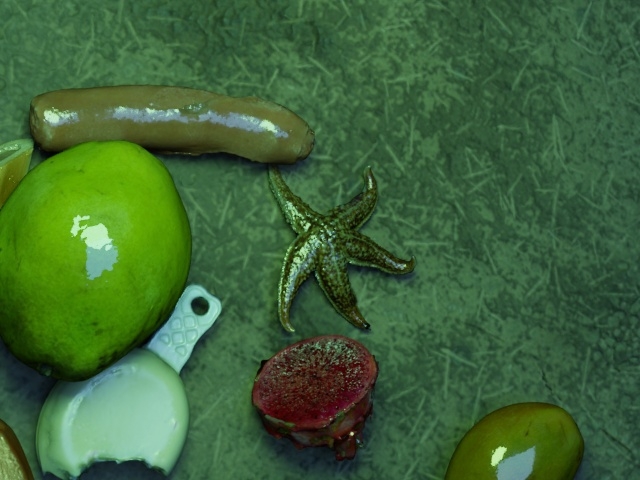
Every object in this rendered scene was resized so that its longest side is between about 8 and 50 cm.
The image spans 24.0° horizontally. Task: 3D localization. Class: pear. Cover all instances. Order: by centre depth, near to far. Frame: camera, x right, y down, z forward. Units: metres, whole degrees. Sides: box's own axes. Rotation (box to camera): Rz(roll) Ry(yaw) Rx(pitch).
[{"bbox_3d":[-0.245,0.018,1.587,0.212,0.212,0.269,22,74,-15],"label":"pear"}]

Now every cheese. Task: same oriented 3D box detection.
[{"bbox_3d":[-0.212,0.153,1.653,0.163,0.071,0.249,18,79,-17],"label":"cheese"}]

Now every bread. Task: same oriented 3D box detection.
[{"bbox_3d":[-0.351,-0.071,1.642,0.062,0.049,0.103,22,73,-50],"label":"bread"}]

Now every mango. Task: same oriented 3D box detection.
[{"bbox_3d":[0.206,0.294,1.757,0.138,0.113,0.253,39,81,-15],"label":"mango"}]

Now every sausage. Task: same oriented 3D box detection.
[{"bbox_3d":[-0.345,0.262,1.591,0.089,0.089,0.179,-23,82,-19],"label":"sausage"},{"bbox_3d":[-0.165,-0.132,1.698,0.326,0.079,0.087,2,57,-17],"label":"sausage"}]

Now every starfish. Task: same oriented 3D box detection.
[{"bbox_3d":[0.004,-0.001,1.752,0.213,0.057,0.238,-42,98,-25],"label":"starfish"}]

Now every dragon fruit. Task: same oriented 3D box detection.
[{"bbox_3d":[0.000,0.192,1.711,0.153,0.153,0.111,-29,127,-19],"label":"dragon fruit"}]
